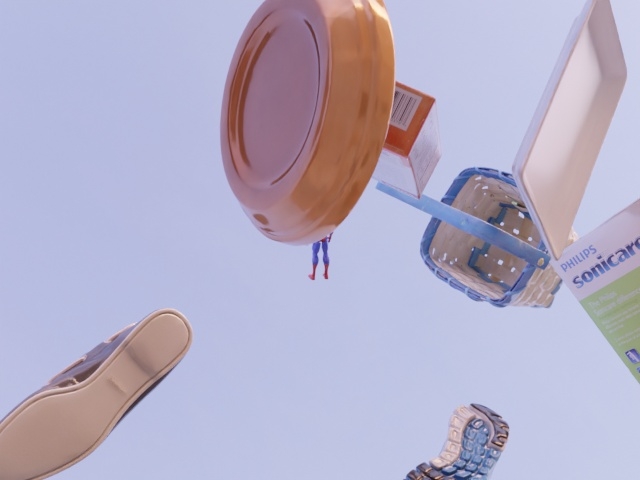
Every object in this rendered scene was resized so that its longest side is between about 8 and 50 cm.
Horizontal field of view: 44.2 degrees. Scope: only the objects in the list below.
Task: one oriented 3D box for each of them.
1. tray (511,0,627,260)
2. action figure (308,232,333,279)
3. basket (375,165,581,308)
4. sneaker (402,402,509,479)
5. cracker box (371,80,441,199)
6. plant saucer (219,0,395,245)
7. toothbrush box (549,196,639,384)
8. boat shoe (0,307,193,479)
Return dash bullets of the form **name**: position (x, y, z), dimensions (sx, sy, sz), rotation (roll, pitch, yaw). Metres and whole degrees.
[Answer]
- **tray**: position (0.260, -0.127, 0.824), dimensions (0.145, 0.030, 0.270), rotation (51, -123, -42)
- **action figure**: position (0.000, 0.000, 1.161), dimensions (0.038, 0.030, 0.115), rotation (0, -69, -15)
- **basket**: position (0.250, -0.016, 1.237), dimensions (0.288, 0.254, 0.201), rotation (16, -78, -41)
- **sneaker**: position (0.119, 0.231, 0.713), dimensions (0.190, 0.071, 0.083), rotation (-31, -42, -53)
- **cracker box**: position (0.044, -0.121, 0.834), dimensions (0.155, 0.232, 0.067), rotation (26, -92, 12)
- **plant saucer**: position (-0.021, -0.097, 0.560), dimensions (0.037, 0.200, 0.200), rotation (6, -74, -32)
- **toothbrush box**: position (0.428, 0.071, 0.859), dimensions (0.122, 0.206, 0.283), rotation (-28, -103, -37)
- **boat shoe**: position (-0.319, 0.219, 1.104), dimensions (0.335, 0.095, 0.112), rotation (-39, -84, -25)
